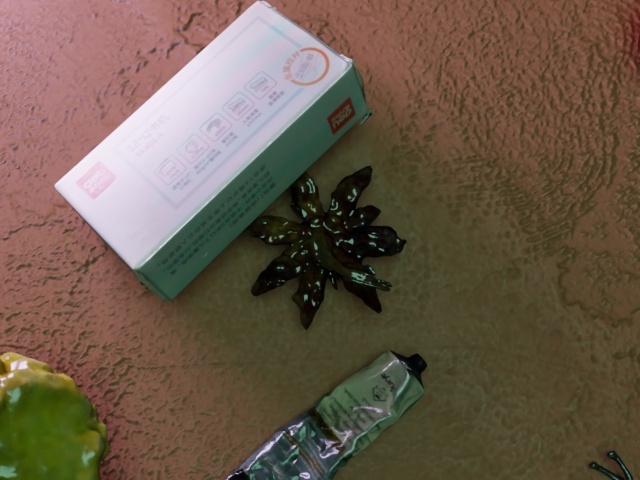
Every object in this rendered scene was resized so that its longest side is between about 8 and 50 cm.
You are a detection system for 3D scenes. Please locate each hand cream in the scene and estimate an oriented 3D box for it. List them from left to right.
[{"bbox_3d":[0.000,0.189,0.812,0.248,0.052,0.075,-42,61,-3],"label":"hand cream"}]

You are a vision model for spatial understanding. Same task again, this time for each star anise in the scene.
[{"bbox_3d":[0.001,0.000,0.835,0.168,0.057,0.168,-1,73,4],"label":"star anise"}]

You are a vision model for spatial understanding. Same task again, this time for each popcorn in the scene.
[{"bbox_3d":[-0.272,0.200,0.729,0.218,0.169,0.189,-42,85,-5],"label":"popcorn"}]

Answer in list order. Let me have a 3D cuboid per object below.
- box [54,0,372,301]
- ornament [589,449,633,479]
[{"bbox_3d":[-0.092,-0.084,0.812,0.269,0.079,0.135,-45,62,-9],"label":"box"},{"bbox_3d":[0.278,0.262,0.814,0.073,0.028,0.125,-37,82,-8],"label":"ornament"}]
